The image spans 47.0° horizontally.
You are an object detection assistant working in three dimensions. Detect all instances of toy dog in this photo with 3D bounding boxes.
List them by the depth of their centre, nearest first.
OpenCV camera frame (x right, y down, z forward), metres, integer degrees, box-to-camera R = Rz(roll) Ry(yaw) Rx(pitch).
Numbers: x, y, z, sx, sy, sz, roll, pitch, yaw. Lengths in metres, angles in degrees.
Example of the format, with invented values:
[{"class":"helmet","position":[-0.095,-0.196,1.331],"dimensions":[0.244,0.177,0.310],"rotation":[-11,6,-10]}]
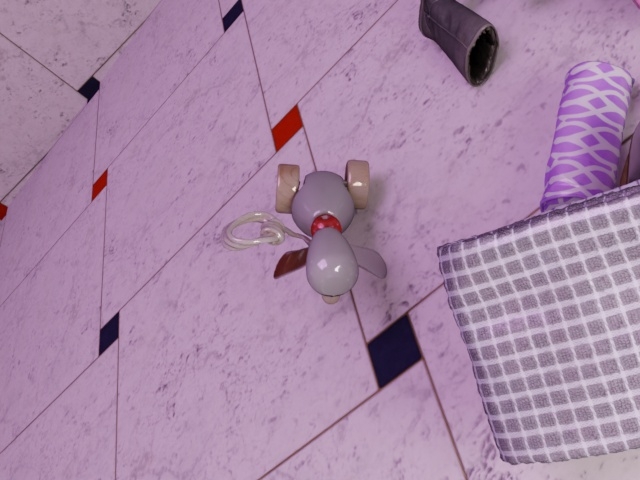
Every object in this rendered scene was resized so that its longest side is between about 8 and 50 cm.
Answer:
[{"class":"toy dog","position":[0.000,0.000,1.143],"dimensions":[0.220,0.161,0.333],"rotation":[10,34,16]}]

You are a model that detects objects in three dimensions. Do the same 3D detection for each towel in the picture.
[{"class":"towel","position":[0.270,0.072,0.685],"dimensions":[0.284,0.121,0.235],"rotation":[-20,84,29]}]

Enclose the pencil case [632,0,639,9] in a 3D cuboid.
[{"class":"pencil case","position":[0.482,-0.318,0.709],"dimensions":[0.386,0.167,0.160],"rotation":[-166,62,-67]}]

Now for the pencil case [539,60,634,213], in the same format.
[{"class":"pencil case","position":[0.323,-0.120,0.902],"dimensions":[0.088,0.086,0.206],"rotation":[115,175,-70]}]

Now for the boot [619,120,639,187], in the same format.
[{"class":"boot","position":[0.345,0.018,0.780],"dimensions":[0.112,0.115,0.305],"rotation":[15,92,17]}]

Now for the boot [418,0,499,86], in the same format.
[{"class":"boot","position":[0.216,-0.369,1.169],"dimensions":[0.076,0.189,0.208],"rotation":[-10,35,-4]}]
